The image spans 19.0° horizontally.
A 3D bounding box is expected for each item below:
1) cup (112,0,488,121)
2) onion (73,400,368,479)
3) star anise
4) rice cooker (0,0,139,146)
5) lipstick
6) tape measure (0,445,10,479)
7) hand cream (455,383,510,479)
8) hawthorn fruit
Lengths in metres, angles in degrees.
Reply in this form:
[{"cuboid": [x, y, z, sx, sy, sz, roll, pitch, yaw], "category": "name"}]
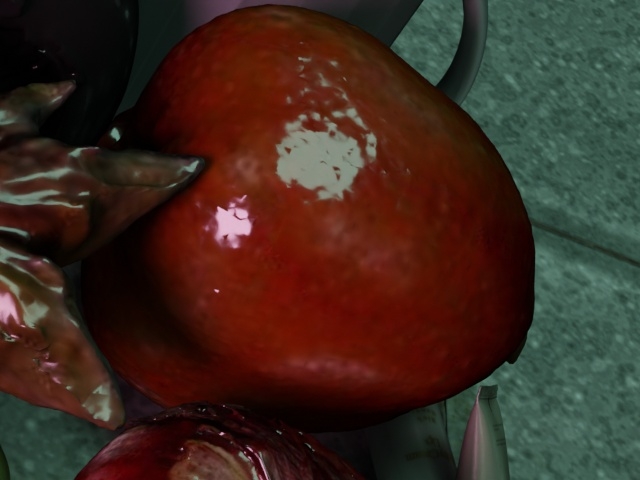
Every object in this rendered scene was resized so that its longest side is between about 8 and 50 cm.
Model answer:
[{"cuboid": [-0.005, -0.198, 1.437, 0.323, 0.327, 0.237, 20, 41, -21], "category": "cup"}, {"cuboid": [-0.042, 0.204, 1.085, 0.252, 0.219, 0.252, 20, 49, -25], "category": "onion"}, {"cuboid": [-0.241, -0.013, 1.062, 0.349, 0.109, 0.292, 33, 51, 6], "category": "star anise"}, {"cuboid": [-0.250, -0.159, 1.282, 0.267, 0.267, 0.224, 11, 39, -27], "category": "rice cooker"}, {"cuboid": [0.048, 0.094, 1.388, 0.059, 0.059, 0.264, 9, 45, -29], "category": "lipstick"}, {"cuboid": [-0.271, 0.119, 1.096, 0.175, 0.106, 0.200, -1, 46, -47], "category": "tape measure"}, {"cuboid": [0.106, 0.189, 1.271, 0.054, 0.186, 0.087, 3, -4, 13], "category": "hand cream"}, {"cuboid": [-0.012, -0.004, 1.255, 0.311, 0.295, 0.295, 17, 36, 16], "category": "hawthorn fruit"}]
